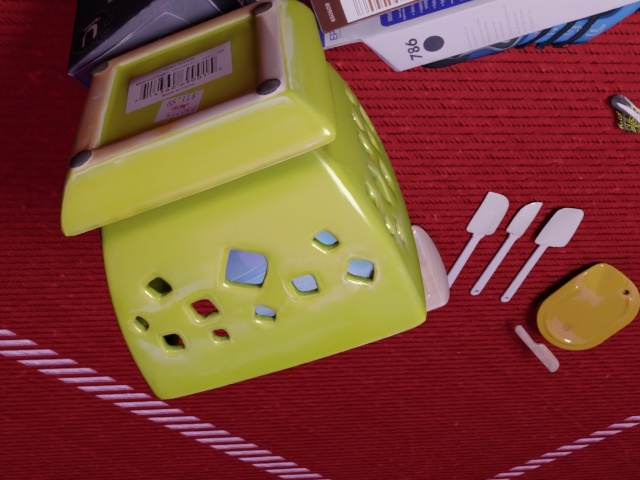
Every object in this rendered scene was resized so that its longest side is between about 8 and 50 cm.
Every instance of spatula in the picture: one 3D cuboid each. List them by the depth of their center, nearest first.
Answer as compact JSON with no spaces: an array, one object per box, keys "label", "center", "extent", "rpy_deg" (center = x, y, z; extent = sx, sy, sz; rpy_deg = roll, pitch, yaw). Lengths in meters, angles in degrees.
[{"label":"spatula","center":[0.295,0.022,1.295],"extent":[0.168,0.019,0.242],"rpy_deg":[7,135,-16]}]

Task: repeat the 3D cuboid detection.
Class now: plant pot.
[{"label":"plant pot","center":[-0.065,-0.046,0.629],"extent":[0.228,0.227,0.207],"rpy_deg":[-19,129,9]}]

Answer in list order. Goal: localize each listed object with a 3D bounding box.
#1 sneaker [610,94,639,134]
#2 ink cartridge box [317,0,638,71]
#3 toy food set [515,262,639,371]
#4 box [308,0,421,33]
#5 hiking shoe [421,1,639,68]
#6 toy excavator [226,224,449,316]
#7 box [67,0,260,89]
[{"label":"sneaker","center":[0.417,-0.167,1.098],"extent":[0.083,0.031,0.035],"rpy_deg":[26,129,-31]},{"label":"ink cartridge box","center":[0.159,-0.276,0.833],"extent":[0.332,0.166,0.065],"rpy_deg":[-12,144,15]},{"label":"toy food set","center":[0.441,0.115,1.389],"extent":[0.128,0.071,0.218],"rpy_deg":[40,121,-11]},{"label":"box","center":[0.044,-0.333,0.741],"extent":[0.168,0.203,0.167],"rpy_deg":[-17,136,10]},{"label":"hiking shoe","center":[0.249,-0.254,0.924],"extent":[0.303,0.113,0.132],"rpy_deg":[-18,146,20]},{"label":"toy excavator","center":[0.000,0.000,1.043],"extent":[0.222,0.433,0.445],"rpy_deg":[-22,110,27]},{"label":"box","center":[-0.128,-0.224,0.784],"extent":[0.143,0.270,0.165],"rpy_deg":[-31,132,20]}]
